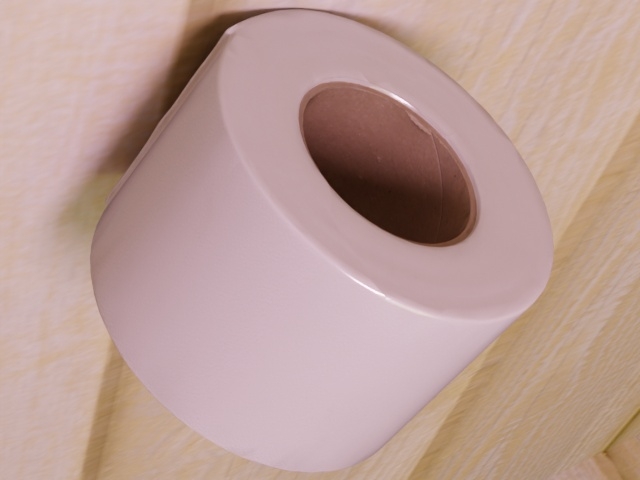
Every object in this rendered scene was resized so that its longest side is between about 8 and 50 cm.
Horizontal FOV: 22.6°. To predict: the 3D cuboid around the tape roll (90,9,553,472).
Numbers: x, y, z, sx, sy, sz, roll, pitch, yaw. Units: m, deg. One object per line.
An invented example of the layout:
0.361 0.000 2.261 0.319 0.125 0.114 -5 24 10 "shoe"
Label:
0.000 0.000 1.004 0.246 0.246 0.169 -7 147 -45 "tape roll"
